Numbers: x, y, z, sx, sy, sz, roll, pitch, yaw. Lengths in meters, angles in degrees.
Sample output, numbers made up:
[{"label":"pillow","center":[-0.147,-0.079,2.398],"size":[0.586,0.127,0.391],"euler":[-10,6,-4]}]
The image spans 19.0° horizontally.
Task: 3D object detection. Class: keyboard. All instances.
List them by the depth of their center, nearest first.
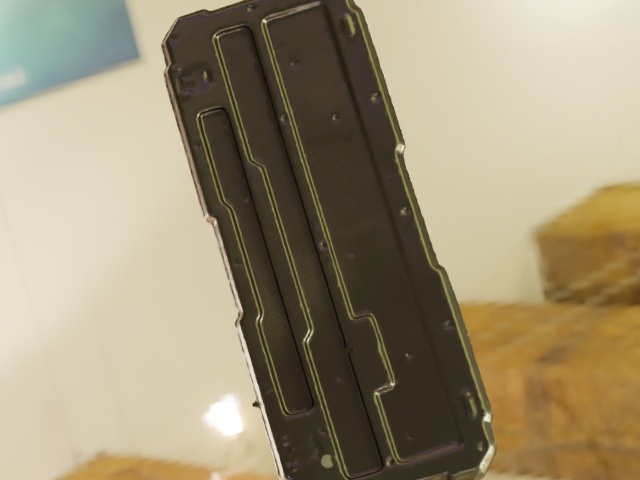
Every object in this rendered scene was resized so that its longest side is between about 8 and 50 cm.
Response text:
[{"label":"keyboard","center":[0.000,0.000,0.908],"size":[0.106,0.262,0.016],"euler":[-17,164,0]}]
